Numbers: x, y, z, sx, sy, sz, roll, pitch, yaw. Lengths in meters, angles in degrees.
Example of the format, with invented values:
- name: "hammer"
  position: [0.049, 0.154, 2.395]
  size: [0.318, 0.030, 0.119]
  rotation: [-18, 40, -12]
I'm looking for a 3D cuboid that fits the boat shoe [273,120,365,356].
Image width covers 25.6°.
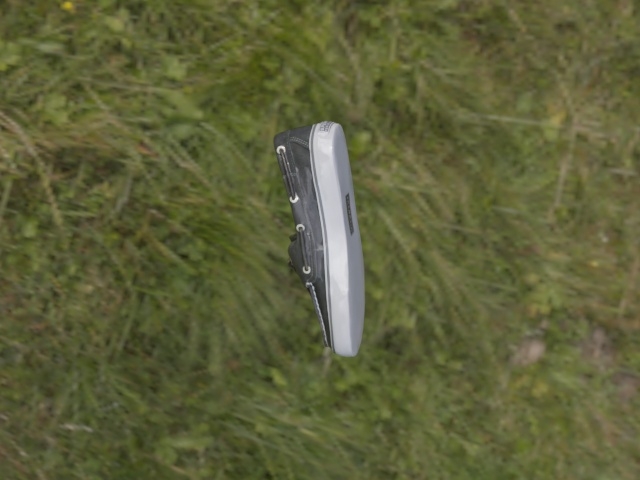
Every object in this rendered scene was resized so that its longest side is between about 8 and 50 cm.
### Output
- name: "boat shoe"
  position: [0.000, 0.000, 0.839]
  size: [0.049, 0.040, 0.142]
  rotation: [-38, 123, -72]
